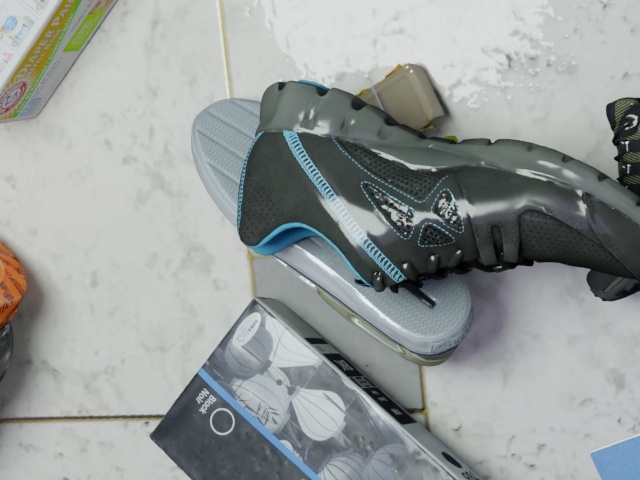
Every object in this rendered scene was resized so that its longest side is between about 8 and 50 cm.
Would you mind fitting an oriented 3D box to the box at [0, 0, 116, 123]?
[{"bbox_3d":[-0.260,-0.209,1.159,0.103,0.114,0.203,41,109,7],"label":"box"}]

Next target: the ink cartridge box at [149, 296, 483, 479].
[{"bbox_3d":[0.022,0.213,1.130,0.333,0.065,0.165,39,99,18],"label":"ink cartridge box"}]

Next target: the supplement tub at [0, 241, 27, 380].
[{"bbox_3d":[-0.420,0.138,1.218,0.207,0.207,0.338,37,107,8],"label":"supplement tub"}]

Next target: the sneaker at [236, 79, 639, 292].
[{"bbox_3d":[0.097,-0.013,1.012,0.341,0.125,0.139,16,83,21],"label":"sneaker"}]

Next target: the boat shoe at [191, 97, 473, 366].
[{"bbox_3d":[0.000,0.000,1.124,0.109,0.094,0.302,-38,69,-21],"label":"boat shoe"}]

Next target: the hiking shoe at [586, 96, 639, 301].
[{"bbox_3d":[0.268,-0.059,1.054,0.114,0.086,0.227,39,105,24],"label":"hiking shoe"}]

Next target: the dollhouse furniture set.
[{"bbox_3d":[0.089,-0.071,1.126,0.076,0.059,0.151,-33,70,26],"label":"dollhouse furniture set"}]

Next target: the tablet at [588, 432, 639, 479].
[{"bbox_3d":[0.275,0.189,1.124,0.083,0.006,0.054,-24,92,20],"label":"tablet"}]
